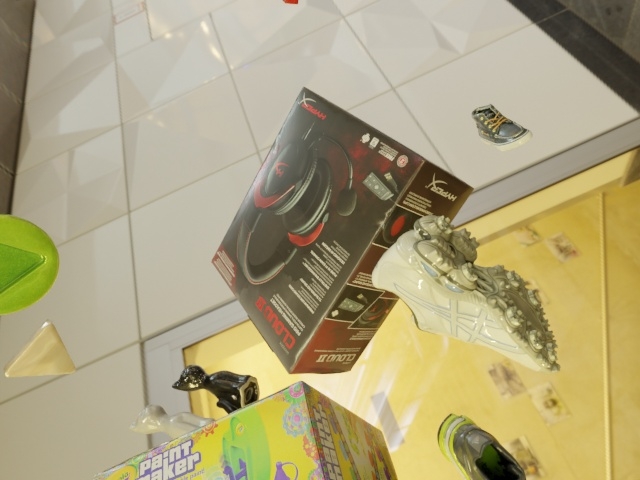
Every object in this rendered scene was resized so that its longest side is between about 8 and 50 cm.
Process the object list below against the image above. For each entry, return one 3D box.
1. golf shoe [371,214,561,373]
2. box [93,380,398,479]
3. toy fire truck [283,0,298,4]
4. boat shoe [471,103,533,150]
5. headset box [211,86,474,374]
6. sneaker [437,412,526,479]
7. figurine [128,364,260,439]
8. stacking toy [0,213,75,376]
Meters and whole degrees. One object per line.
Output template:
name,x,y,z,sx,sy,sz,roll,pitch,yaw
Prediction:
golf shoe,0.121,0.055,0.377,0.176,0.086,0.069,40,-139,-12
box,-0.068,0.344,0.557,0.279,0.290,0.177,50,-164,-48
toy fire truck,-0.117,-0.486,0.823,0.192,0.135,0.047,-111,22,-44
boat shoe,0.396,-0.256,1.014,0.083,0.065,0.183,54,-177,-18
headset box,0.000,0.000,0.547,0.110,0.293,0.218,15,-157,-45
sneaker,0.351,0.476,0.876,0.300,0.111,0.121,49,165,-7
figurine,-0.276,0.360,0.981,0.215,0.209,0.092,-42,-48,-51
stacking toy,-0.496,0.091,0.590,0.130,0.279,0.309,22,119,49
